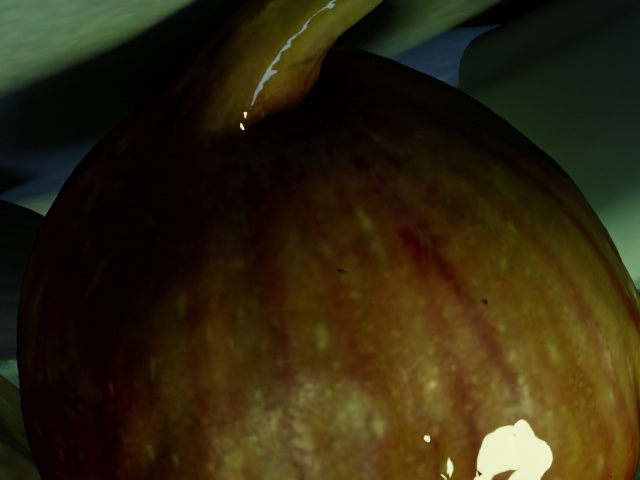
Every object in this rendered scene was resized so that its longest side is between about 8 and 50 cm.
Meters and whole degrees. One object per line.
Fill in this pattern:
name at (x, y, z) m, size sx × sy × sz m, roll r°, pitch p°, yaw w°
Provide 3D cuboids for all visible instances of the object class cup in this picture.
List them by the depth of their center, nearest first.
cup at (0.124, -0.030, 0.526) m, size 0.095 × 0.128 × 0.129 m, roll -11°, pitch 168°, yaw -42°

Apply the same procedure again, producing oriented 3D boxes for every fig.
fig at (-0.006, 0.004, 0.462) m, size 0.175 × 0.207 × 0.175 m, roll -12°, pitch -144°, yaw 9°

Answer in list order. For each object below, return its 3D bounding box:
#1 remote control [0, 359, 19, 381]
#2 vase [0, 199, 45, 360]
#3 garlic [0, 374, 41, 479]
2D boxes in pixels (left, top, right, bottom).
remote control at (0.003, -0.011, 0.727) m, size 0.378 × 0.044 × 0.107 m, roll -20°, pitch 177°, yaw 20°
vase at (-0.118, 0.010, 0.522) m, size 0.053 × 0.053 × 0.101 m, roll -20°, pitch 169°, yaw 16°
garlic at (-0.190, 0.140, 0.586) m, size 0.322 × 0.241 × 0.322 m, roll -11°, pitch -169°, yaw 2°
